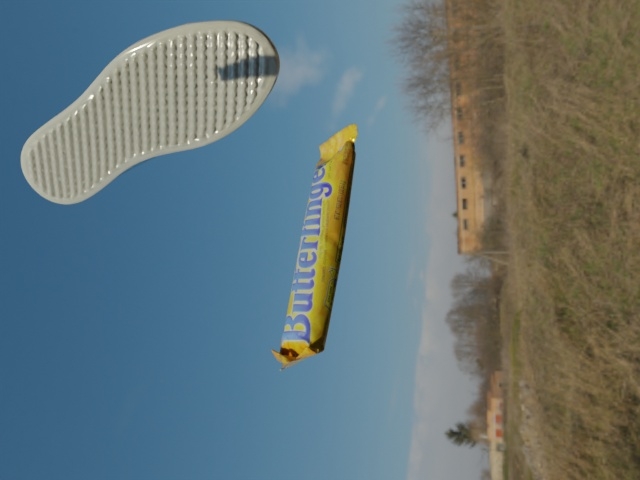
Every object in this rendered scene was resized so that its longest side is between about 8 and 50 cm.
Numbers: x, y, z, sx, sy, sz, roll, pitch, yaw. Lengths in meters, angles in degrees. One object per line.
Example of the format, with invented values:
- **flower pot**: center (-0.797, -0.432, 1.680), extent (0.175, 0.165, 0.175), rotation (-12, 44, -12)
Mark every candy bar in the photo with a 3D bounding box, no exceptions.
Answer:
- **candy bar**: center (0.000, 0.000, 0.351), extent (0.018, 0.040, 0.161), rotation (28, -123, -29)

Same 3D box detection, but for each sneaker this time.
- **sneaker**: center (-0.204, -0.174, 0.715), extent (0.135, 0.366, 0.150), rotation (60, -156, -26)
